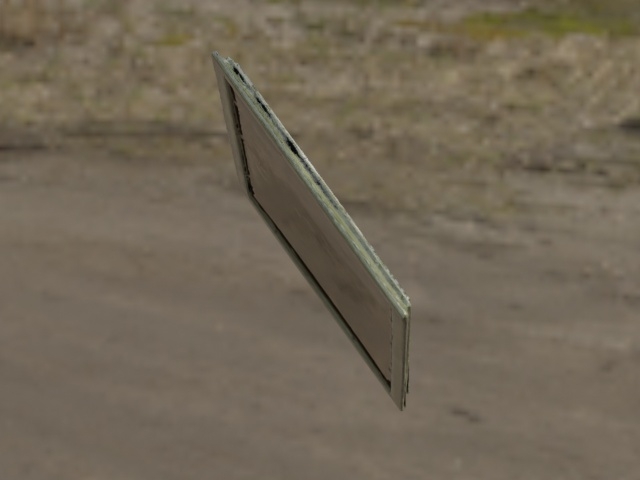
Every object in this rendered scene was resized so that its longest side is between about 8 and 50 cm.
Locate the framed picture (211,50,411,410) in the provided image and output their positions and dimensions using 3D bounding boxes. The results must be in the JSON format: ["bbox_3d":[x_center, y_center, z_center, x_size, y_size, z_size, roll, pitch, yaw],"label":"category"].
[{"bbox_3d":[0.000,0.000,0.880,0.011,0.142,0.183,-34,-15,-8],"label":"framed picture"}]
